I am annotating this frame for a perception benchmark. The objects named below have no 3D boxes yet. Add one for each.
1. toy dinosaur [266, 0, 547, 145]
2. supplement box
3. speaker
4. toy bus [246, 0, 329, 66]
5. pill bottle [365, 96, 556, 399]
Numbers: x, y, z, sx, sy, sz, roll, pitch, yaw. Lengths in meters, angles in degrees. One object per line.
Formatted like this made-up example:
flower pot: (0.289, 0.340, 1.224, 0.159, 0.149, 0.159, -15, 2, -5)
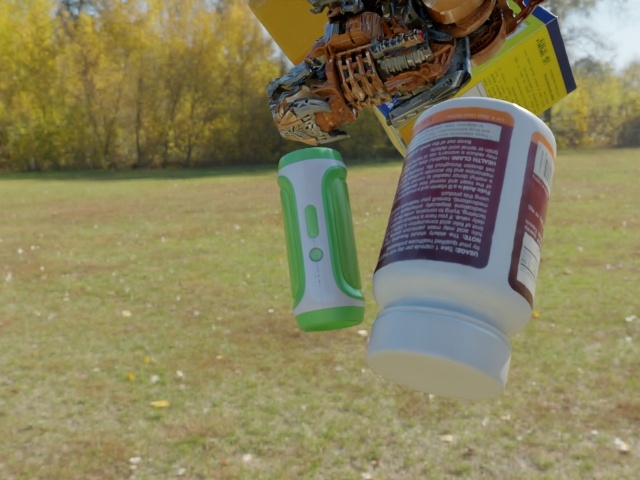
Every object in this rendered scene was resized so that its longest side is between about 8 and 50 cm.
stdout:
toy dinosaur: (0.097, -0.201, 0.619, 0.322, 0.164, 0.218, -17, 52, -5)
supplement box: (0.290, -0.311, 1.446, 0.357, 0.194, 0.195, -35, 46, 5)
speaker: (0.000, 0.000, 1.225, 0.131, 0.296, 0.131, -7, -13, -2)
toy bus: (0.066, -0.365, 0.885, 0.333, 0.108, 0.130, -35, 28, 10)
pill bottle: (0.201, 0.012, 1.041, 0.224, 0.392, 0.224, 14, -24, 7)
